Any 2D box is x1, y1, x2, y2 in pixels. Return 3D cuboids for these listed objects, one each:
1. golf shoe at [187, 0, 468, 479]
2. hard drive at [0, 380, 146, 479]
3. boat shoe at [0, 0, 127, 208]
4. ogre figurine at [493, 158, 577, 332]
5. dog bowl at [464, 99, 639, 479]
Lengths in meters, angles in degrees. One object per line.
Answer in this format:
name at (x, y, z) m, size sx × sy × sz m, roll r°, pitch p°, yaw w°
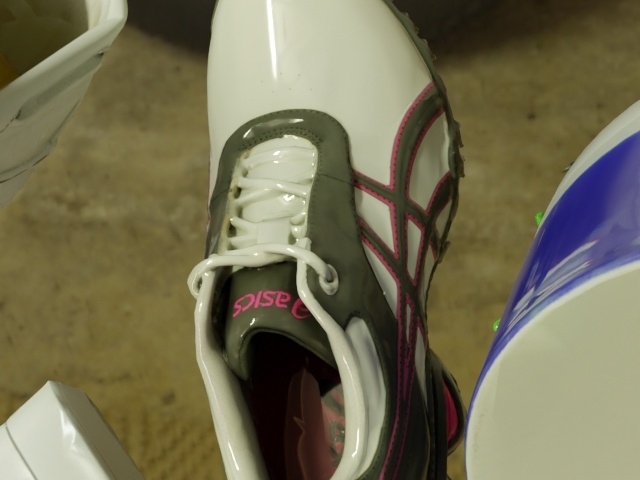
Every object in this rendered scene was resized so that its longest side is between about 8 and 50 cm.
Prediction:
golf shoe at (0.000, 0.000, 0.617) m, size 0.105 × 0.120 × 0.272 m, roll -12°, pitch 78°, yaw 17°
hard drive at (-0.198, 0.273, 0.795) m, size 0.353 × 0.047 × 0.233 m, roll -43°, pitch 63°, yaw 8°
boat shoe at (-0.171, -0.060, 0.514) m, size 0.136 × 0.156 × 0.367 m, roll 50°, pitch 27°, yaw 9°
ogre figurine at (0.195, 0.026, 1.175) m, size 0.097 × 0.118 × 0.197 m, roll 36°, pitch 73°, yaw -4°
dog bowl at (0.186, 0.068, 0.526) m, size 0.265 × 0.264 × 0.104 m, roll 8°, pitch 41°, yaw 21°
